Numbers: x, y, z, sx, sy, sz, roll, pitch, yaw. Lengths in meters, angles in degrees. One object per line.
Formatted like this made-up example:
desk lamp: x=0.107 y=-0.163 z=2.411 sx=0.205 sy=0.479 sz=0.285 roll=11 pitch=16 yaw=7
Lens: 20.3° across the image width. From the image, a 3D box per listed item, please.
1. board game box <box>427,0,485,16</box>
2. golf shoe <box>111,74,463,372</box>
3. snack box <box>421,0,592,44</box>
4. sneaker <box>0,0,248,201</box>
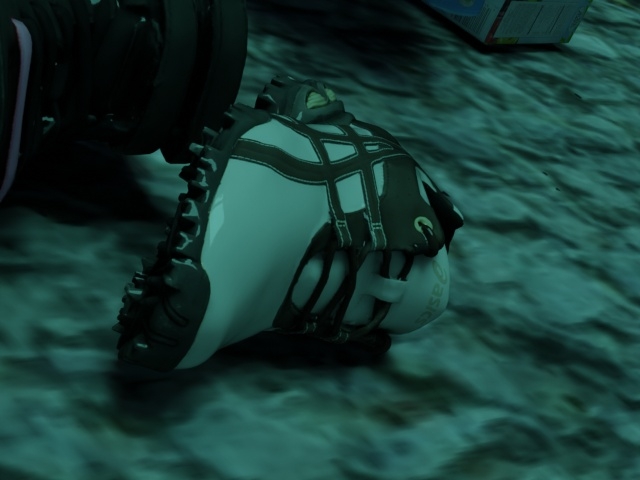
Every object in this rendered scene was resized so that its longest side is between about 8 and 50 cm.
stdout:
board game box: x=-0.082 y=-0.256 z=0.994 sx=0.390 sy=0.050 sz=0.390 roll=18 pitch=25 yaw=-4
golf shoe: x=0.000 y=0.000 z=0.585 sx=0.094 sy=0.077 sz=0.198 roll=30 pitch=25 yaw=4
snack box: x=0.077 y=-0.163 z=1.041 sx=0.141 sy=0.037 sz=0.100 roll=38 pitch=25 yaw=26
sneaker: x=-0.083 y=-0.061 z=0.552 sx=0.147 sy=0.104 sz=0.296 roll=10 pitch=20 yaw=-17
